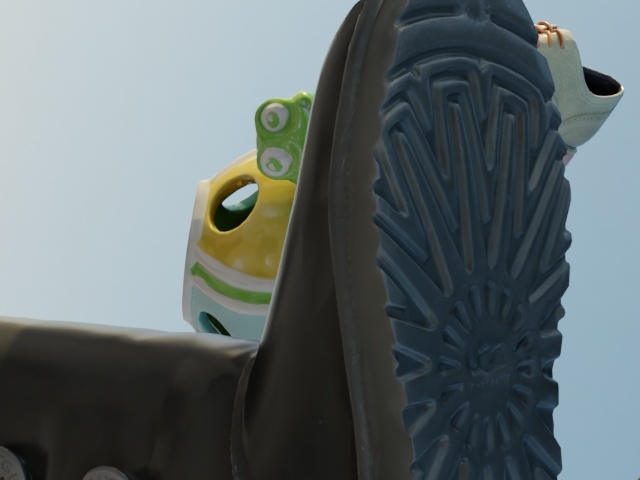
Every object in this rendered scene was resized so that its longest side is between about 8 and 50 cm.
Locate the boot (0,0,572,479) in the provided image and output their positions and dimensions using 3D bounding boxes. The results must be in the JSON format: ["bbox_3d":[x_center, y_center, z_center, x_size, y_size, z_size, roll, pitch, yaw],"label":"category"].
[{"bbox_3d":[-0.093,0.058,0.916,0.445,0.146,0.366,-2,-93,42],"label":"boot"}]

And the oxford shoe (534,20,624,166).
[{"bbox_3d":[0.212,-0.218,2.041,0.146,0.397,0.140,-43,-127,18],"label":"oxford shoe"}]

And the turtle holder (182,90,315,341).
[{"bbox_3d":[-0.003,0.019,1.516,0.320,0.228,0.243,97,2,-83],"label":"turtle holder"}]

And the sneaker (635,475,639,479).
[{"bbox_3d":[0.243,0.316,1.490,0.109,0.130,0.286,34,-78,35],"label":"sneaker"}]
